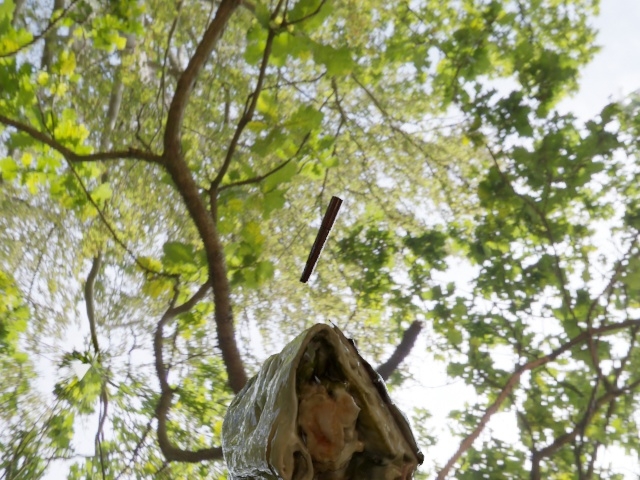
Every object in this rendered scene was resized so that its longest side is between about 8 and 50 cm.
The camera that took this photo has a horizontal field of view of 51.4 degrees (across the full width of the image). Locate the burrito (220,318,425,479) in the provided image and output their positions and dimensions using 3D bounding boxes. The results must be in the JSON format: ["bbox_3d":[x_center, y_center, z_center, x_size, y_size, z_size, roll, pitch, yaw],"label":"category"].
[{"bbox_3d":[-0.034,0.229,0.706,0.135,0.332,0.190,-35,-98,-31],"label":"burrito"}]

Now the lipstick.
[{"bbox_3d":[0.000,0.000,1.264,0.027,0.027,0.176,23,-93,-14],"label":"lipstick"}]
